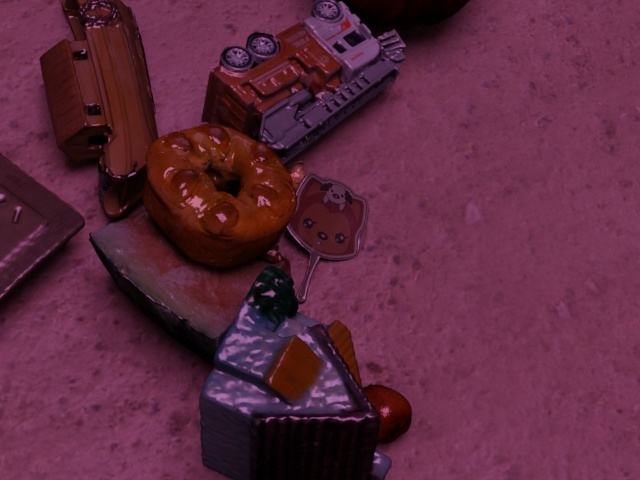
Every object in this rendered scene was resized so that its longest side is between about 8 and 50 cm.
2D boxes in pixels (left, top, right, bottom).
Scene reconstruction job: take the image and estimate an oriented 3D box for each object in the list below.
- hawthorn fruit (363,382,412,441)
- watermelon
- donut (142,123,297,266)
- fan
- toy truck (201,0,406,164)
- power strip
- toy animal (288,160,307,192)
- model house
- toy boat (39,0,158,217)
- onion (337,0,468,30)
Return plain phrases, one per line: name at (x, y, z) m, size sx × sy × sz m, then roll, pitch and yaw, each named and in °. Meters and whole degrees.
hawthorn fruit at (0.084, 0.241, 1.806) m, size 0.081 × 0.081 × 0.093 m, roll -23°, pitch 54°, yaw -22°
watermelon at (-0.175, 0.061, 1.839) m, size 0.264 × 0.151 × 0.302 m, roll 38°, pitch 43°, yaw 16°
donut at (-0.144, -0.067, 1.784) m, size 0.226 × 0.114 × 0.227 m, roll 13°, pitch 42°, yaw -12°
fan at (0.000, 0.000, 1.954) m, size 0.132 × 0.009 × 0.220 m, roll 25°, pitch 65°, yaw -12°
toy truck at (-0.015, -0.259, 2.033) m, size 0.338 × 0.133 × 0.184 m, roll -34°, pitch 68°, yaw -31°
power strip at (-0.516, -0.008, 1.829) m, size 0.251 × 0.092 × 0.257 m, roll 39°, pitch 62°, yaw 9°
toy animal at (-0.058, -0.110, 1.997) m, size 0.083 × 0.060 × 0.081 m, roll -10°, pitch 63°, yaw -6°
model house at (-0.007, 0.214, 1.684) m, size 0.248 × 0.280 × 0.230 m, roll 22°, pitch 60°, yaw 9°
toy boat at (-0.355, -0.235, 1.981) m, size 0.162 × 0.136 × 0.446 m, roll -4°, pitch 56°, yaw -17°
onion at (0.134, -0.514, 2.133) m, size 0.341 × 0.341 × 0.341 m, roll 5°, pitch 59°, yaw -8°
